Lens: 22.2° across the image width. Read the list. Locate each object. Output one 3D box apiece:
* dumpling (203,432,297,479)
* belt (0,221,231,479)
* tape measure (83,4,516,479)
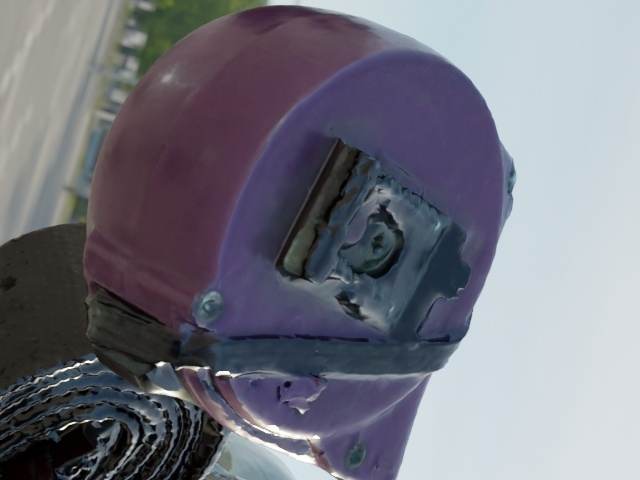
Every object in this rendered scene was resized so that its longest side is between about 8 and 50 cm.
[{"bbox_3d":[-0.135,0.245,1.543,0.181,0.260,0.341,-54,-167,3],"label":"dumpling"},{"bbox_3d":[-0.198,0.110,1.023,0.289,0.184,0.164,-33,-134,13],"label":"belt"},{"bbox_3d":[0.000,0.000,0.868,0.149,0.245,0.231,27,-89,44],"label":"tape measure"}]
